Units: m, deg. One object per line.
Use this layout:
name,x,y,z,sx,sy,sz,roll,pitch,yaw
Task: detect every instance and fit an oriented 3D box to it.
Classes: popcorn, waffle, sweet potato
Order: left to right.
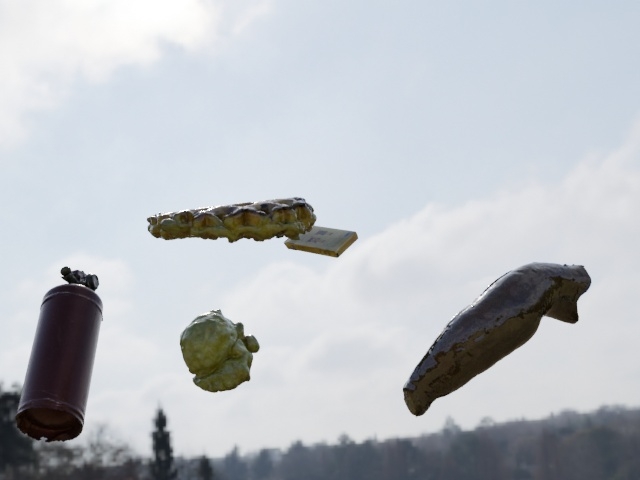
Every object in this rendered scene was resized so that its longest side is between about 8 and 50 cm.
popcorn,-0.092,0.100,0.876,0.068,0.083,0.059,13,-58,-48
waffle,-0.127,-0.024,1.425,0.237,0.059,0.243,-6,3,-11
sweet potato,0.215,0.112,1.197,0.286,0.112,0.085,-38,33,-21

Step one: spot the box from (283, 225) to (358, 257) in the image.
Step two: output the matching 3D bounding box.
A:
box,0.000,0.000,2.016,0.149,0.020,0.073,11,41,43

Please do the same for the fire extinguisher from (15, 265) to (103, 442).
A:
fire extinguisher,-0.413,0.174,1.655,0.106,0.337,0.147,-7,-43,9
